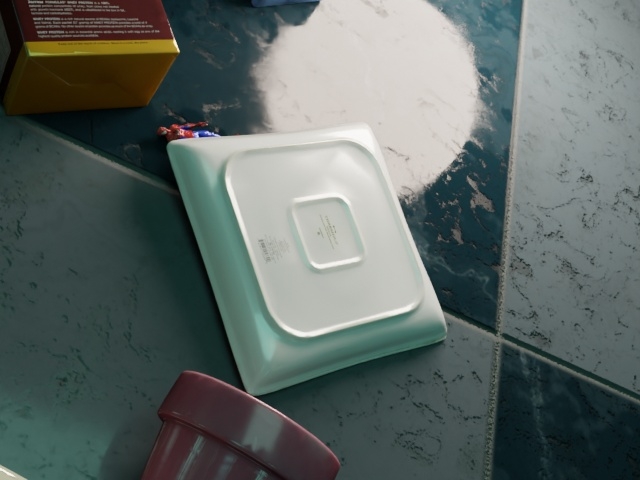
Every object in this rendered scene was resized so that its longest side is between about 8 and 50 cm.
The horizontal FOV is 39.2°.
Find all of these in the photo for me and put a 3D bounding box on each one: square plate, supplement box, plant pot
[{"bbox_3d":[0.000,0.000,1.205,0.344,0.049,0.347,-10,75,-37],"label":"square plate"},{"bbox_3d":[-0.310,-0.278,1.126,0.191,0.129,0.194,-10,71,-35],"label":"supplement box"},{"bbox_3d":[-0.107,0.264,0.934,0.201,0.201,0.180,36,67,-10],"label":"plant pot"}]

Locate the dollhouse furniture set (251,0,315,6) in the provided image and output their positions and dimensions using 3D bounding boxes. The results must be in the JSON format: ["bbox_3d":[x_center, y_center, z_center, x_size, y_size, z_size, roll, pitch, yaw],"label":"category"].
[{"bbox_3d":[-0.105,-0.525,1.340,0.303,0.198,0.286,-14,74,-36],"label":"dollhouse furniture set"}]

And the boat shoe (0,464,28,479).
[{"bbox_3d":[-0.322,0.272,0.852,0.091,0.109,0.305,-45,107,2],"label":"boat shoe"}]

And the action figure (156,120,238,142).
[{"bbox_3d":[-0.164,-0.138,1.207,0.115,0.030,0.038,5,68,-27],"label":"action figure"}]
